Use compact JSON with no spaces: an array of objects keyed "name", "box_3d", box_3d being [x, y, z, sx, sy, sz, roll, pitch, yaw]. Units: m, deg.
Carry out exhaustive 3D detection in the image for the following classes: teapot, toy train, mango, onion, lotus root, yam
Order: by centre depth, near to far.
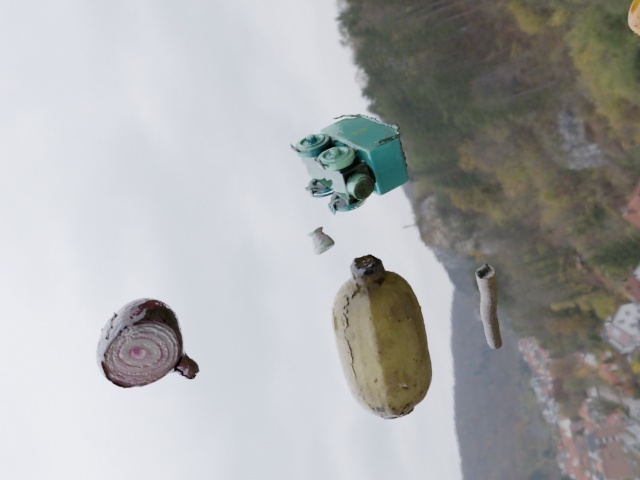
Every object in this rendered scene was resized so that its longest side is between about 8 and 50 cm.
[{"name":"mango","box_3d":[0.512,-0.363,1.065,0.046,0.060,0.089,23,-93,-26]},{"name":"lotus root","box_3d":[0.103,0.164,1.182,0.160,0.146,0.284,-16,-83,-32]},{"name":"toy train","box_3d":[0.053,-0.139,1.192,0.203,0.163,0.112,38,151,53]},{"name":"onion","box_3d":[-0.343,0.217,1.408,0.218,0.195,0.140,28,-170,-28]},{"name":"yam","box_3d":[0.403,0.163,1.620,0.045,0.045,0.327,-59,-32,-26]},{"name":"teapot","box_3d":[0.000,0.000,1.845,0.064,0.064,0.083,60,-175,8]}]
